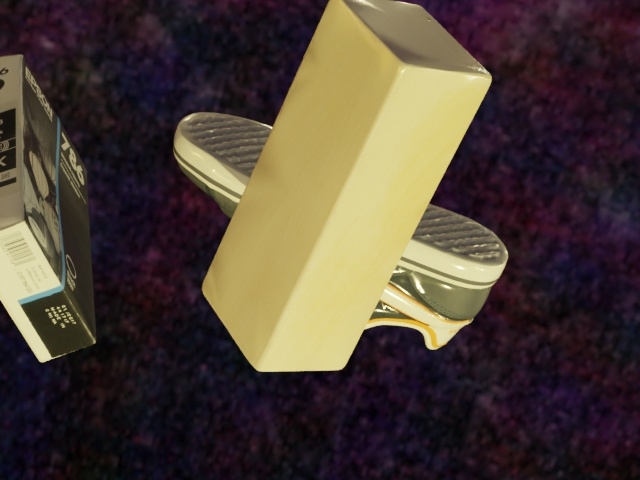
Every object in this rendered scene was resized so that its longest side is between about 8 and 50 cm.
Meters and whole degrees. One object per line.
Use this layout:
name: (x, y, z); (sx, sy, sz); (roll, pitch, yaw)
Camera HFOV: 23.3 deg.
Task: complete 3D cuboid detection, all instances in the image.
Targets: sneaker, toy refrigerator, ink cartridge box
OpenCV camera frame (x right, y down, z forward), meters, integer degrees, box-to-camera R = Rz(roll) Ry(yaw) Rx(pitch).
sneaker: (0.000, 0.000, 1.415); (0.321, 0.127, 0.126); (26, 30, 3)
toy refrigerator: (0.016, -0.037, 1.145); (0.094, 0.269, 0.102); (3, 35, -38)
ink cartridge box: (-0.279, -0.056, 1.488); (0.065, 0.165, 0.332); (-20, 42, 4)
